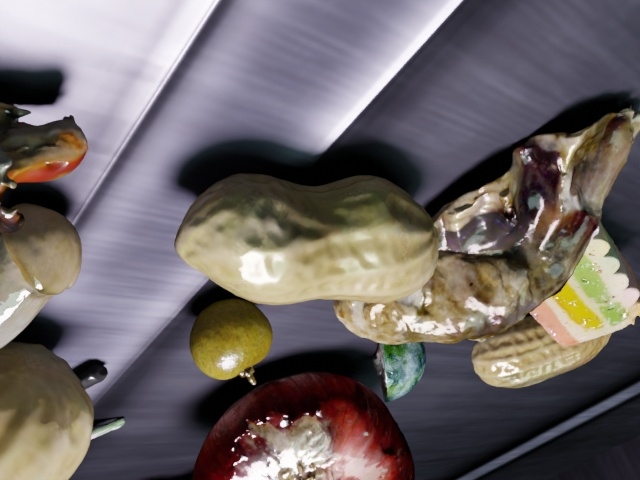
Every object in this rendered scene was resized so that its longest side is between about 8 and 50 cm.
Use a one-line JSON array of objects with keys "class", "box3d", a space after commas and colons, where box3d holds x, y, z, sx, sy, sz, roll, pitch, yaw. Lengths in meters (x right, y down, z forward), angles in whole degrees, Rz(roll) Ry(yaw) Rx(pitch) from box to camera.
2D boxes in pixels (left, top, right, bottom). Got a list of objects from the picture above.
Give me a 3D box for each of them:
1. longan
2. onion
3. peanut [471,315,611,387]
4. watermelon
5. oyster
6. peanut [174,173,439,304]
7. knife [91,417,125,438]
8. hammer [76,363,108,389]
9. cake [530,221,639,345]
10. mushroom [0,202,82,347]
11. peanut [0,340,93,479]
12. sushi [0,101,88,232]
[{"class": "longan", "box3d": [-0.076, 0.092, 0.633, 0.075, 0.083, 0.075, -21, -170, 4]}, {"class": "onion", "box3d": [-0.023, 0.270, 0.868, 0.272, 0.195, 0.272, -5, 113, -11]}, {"class": "peanut", "box3d": [0.286, 0.133, 0.922, 0.194, 0.083, 0.093, -17, 151, -7]}, {"class": "watermelon", "box3d": [0.091, 0.147, 0.876, 0.061, 0.085, 0.085, 9, 173, 41]}, {"class": "oyster", "box3d": [0.151, 0.001, 0.612, 0.166, 0.094, 0.294, 22, 126, -26]}, {"class": "peanut", "box3d": [0.000, 0.000, 0.515, 0.214, 0.090, 0.098, 0, 157, -33]}, {"class": "knife", "box3d": [-0.296, 0.225, 0.740, 0.207, 0.014, 0.030, -17, 161, -39]}, {"class": "hammer", "box3d": [-0.305, 0.184, 0.672, 0.246, 0.029, 0.103, -32, -179, 9]}, {"class": "cake", "box3d": [0.259, 0.040, 0.749, 0.109, 0.090, 0.225, -27, 149, 24]}, {"class": "mushroom", "box3d": [-0.277, 0.053, 0.433, 0.270, 0.103, 0.118, -17, 145, -21]}, {"class": "peanut", "box3d": [-0.309, 0.176, 0.498, 0.313, 0.152, 0.152, -32, 159, -31]}, {"class": "sushi", "box3d": [-0.218, -0.035, 0.319, 0.226, 0.097, 0.103, -19, 160, -34]}]
